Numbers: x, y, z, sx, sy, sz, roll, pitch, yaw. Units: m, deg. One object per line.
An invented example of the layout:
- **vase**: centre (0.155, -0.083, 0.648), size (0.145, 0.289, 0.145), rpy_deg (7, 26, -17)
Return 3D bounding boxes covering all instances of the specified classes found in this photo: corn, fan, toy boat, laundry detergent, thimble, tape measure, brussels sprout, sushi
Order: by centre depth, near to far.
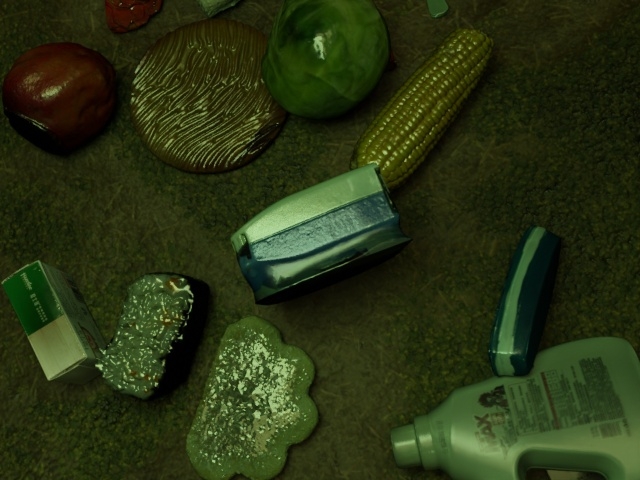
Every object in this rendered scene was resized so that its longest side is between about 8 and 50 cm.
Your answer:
- **laundry detergent**: centre (0.312, 0.306, 1.155), size (0.397, 0.125, 0.264), rpy_deg (-12, 60, 6)
- **tape measure**: centre (-0.001, -0.001, 1.206), size (0.259, 0.262, 0.138), rpy_deg (-20, 82, 0)
- **toy boat**: centre (0.338, 0.085, 1.208), size (0.061, 0.096, 0.299), rpy_deg (3, 49, 30)
- **sushi**: centre (-0.274, 0.158, 1.262), size (0.136, 0.126, 0.225), rpy_deg (24, 81, 11)
- **corn**: centre (0.180, -0.229, 1.319), size (0.120, 0.120, 0.363), rpy_deg (38, 82, 13)
- **brussels sprout**: centre (0.008, -0.352, 1.321), size (0.210, 0.219, 0.272), rpy_deg (9, 56, -33)
- **thimble**: centre (-0.207, -0.501, 1.434), size (0.090, 0.102, 0.115), rpy_deg (-29, 83, -5)
- **fan**: centre (0.201, -0.518, 1.442), size (0.038, 0.016, 0.193), rpy_deg (-20, 75, 3)

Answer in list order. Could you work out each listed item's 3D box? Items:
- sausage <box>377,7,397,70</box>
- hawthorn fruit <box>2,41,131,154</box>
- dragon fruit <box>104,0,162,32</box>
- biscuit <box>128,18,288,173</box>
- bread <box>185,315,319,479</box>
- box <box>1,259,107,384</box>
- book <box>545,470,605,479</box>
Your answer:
- **sausage**: centre (0.105, -0.388, 1.403), size (0.048, 0.050, 0.146), rpy_deg (-26, 70, 42)
- **hawthorn fruit**: centre (-0.459, -0.274, 1.364), size (0.251, 0.189, 0.190), rpy_deg (-33, 75, -10)
- **dragon fruit**: centre (-0.358, -0.483, 1.442), size (0.083, 0.106, 0.162), rpy_deg (25, 77, 10)
- **biscuit**: centre (-0.210, -0.279, 1.409), size (0.317, 0.040, 0.318), rpy_deg (-1, 75, 5)
- **bread**: centre (-0.102, 0.276, 1.252), size (0.207, 0.056, 0.287), rpy_deg (12, 79, 10)
- **box**: centre (-0.446, 0.144, 1.276), size (0.081, 0.135, 0.199), rpy_deg (-34, 74, -3)
- **book**: centre (0.436, 0.383, 1.192), size (0.127, 0.014, 0.182), rpy_deg (-23, 75, -1)
